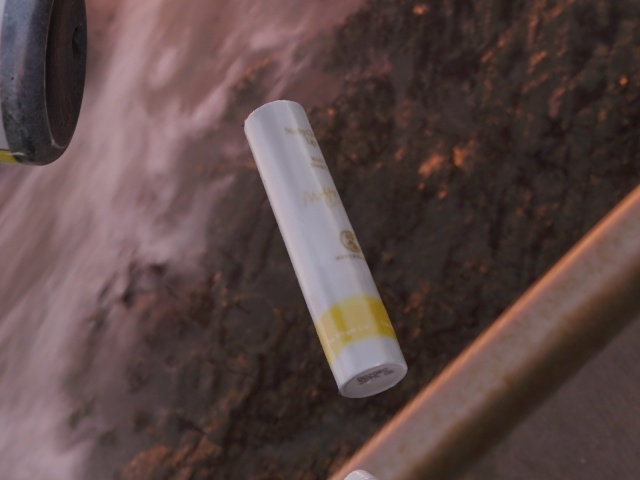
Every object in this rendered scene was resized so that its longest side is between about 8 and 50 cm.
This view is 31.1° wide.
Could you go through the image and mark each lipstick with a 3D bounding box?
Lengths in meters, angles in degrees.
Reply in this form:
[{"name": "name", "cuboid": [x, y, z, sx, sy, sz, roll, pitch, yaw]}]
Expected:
[{"name": "lipstick", "cuboid": [0.000, 0.000, 0.938, 0.059, 0.059, 0.264, -34, 58, 23]}]

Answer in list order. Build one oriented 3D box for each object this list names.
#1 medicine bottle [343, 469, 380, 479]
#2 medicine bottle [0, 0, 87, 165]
[{"name": "medicine bottle", "cuboid": [0.071, 0.339, 1.484, 0.089, 0.057, 0.057, 26, 81, 48]}, {"name": "medicine bottle", "cuboid": [-0.308, -0.129, 0.739, 0.293, 0.141, 0.141, 6, 54, 0]}]
